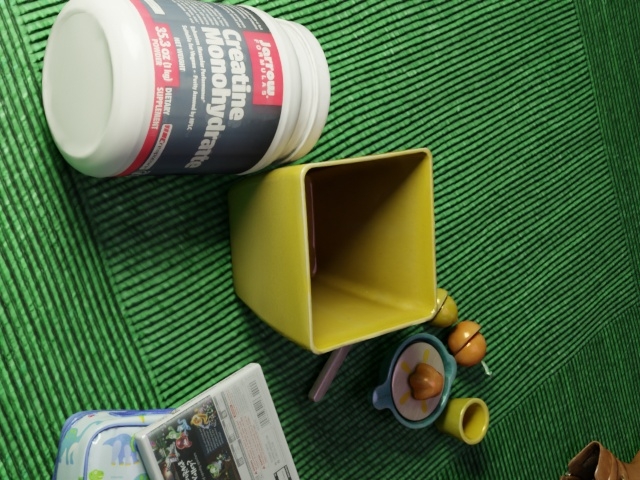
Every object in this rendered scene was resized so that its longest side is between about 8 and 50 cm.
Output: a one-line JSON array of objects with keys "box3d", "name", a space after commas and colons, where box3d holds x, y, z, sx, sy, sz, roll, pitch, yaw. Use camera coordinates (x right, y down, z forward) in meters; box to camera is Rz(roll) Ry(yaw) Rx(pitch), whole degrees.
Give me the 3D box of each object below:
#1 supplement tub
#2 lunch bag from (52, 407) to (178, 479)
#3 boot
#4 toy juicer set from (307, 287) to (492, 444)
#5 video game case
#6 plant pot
[{"box3d": [-0.143, -0.166, 1.089, 0.272, 0.191, 0.191, -5, 94, -41], "name": "supplement tub"}, {"box3d": [-0.191, 0.274, 1.125, 0.219, 0.090, 0.176, 6, 88, -42], "name": "lunch bag"}, {"box3d": [0.527, 0.418, 1.775, 0.283, 0.109, 0.220, -50, 118, -20], "name": "boot"}, {"box3d": [0.142, 0.162, 1.420, 0.329, 0.089, 0.209, 23, 76, -39], "name": "toy juicer set"}, {"box3d": [-0.107, 0.261, 1.128, 0.173, 0.022, 0.191, -28, 107, -39], "name": "video game case"}, {"box3d": [0.000, 0.000, 1.218, 0.212, 0.187, 0.212, -12, 103, -42], "name": "plant pot"}]
